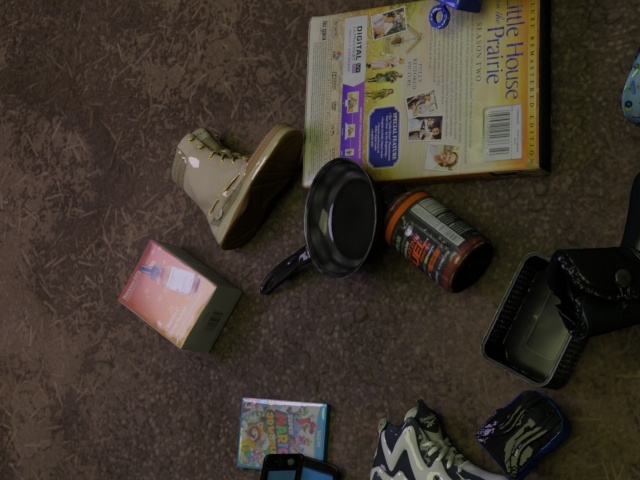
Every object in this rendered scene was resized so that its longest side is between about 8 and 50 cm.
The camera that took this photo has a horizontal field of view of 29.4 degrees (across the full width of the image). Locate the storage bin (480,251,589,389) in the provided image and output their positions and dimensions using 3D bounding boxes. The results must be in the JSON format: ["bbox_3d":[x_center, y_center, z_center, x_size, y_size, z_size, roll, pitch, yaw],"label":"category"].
[{"bbox_3d":[0.337,0.121,1.830,0.122,0.084,0.180,28,94,30],"label":"storage bin"}]

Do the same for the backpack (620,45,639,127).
[{"bbox_3d":[0.515,-0.237,1.756,0.117,0.158,0.173,29,98,37],"label":"backpack"}]

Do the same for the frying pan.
[{"bbox_3d":[0.014,0.016,1.996,0.197,0.053,0.326,54,130,42],"label":"frying pan"}]

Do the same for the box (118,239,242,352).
[{"bbox_3d":[-0.248,0.098,2.151,0.170,0.091,0.130,33,97,29],"label":"box"}]

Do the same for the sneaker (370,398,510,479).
[{"bbox_3d":[0.183,0.322,1.871,0.235,0.094,0.153,-2,88,39],"label":"sneaker"}]

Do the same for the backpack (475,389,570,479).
[{"bbox_3d":[0.306,0.281,1.807,0.120,0.101,0.098,-47,65,9],"label":"backpack"}]

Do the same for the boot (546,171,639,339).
[{"bbox_3d":[0.423,0.012,1.733,0.094,0.207,0.247,150,116,-67],"label":"boot"}]

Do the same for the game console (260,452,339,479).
[{"bbox_3d":[-0.040,0.415,1.982,0.071,0.107,0.122,20,102,58],"label":"game console"}]

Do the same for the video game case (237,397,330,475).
[{"bbox_3d":[-0.063,0.329,2.051,0.166,0.015,0.119,0,81,29],"label":"video game case"}]

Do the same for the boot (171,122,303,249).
[{"bbox_3d":[-0.152,-0.141,2.123,0.203,0.095,0.262,50,126,28],"label":"boot"}]

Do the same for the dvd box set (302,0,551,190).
[{"bbox_3d":[0.170,-0.244,2.002,0.420,0.062,0.308,-4,79,28],"label":"dvd box set"}]

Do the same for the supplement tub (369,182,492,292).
[{"bbox_3d":[0.170,-0.010,1.934,0.198,0.106,0.106,39,100,29],"label":"supplement tub"}]

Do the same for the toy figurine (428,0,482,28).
[{"bbox_3d":[0.254,-0.421,1.913,0.362,0.191,0.217,32,105,35],"label":"toy figurine"}]
